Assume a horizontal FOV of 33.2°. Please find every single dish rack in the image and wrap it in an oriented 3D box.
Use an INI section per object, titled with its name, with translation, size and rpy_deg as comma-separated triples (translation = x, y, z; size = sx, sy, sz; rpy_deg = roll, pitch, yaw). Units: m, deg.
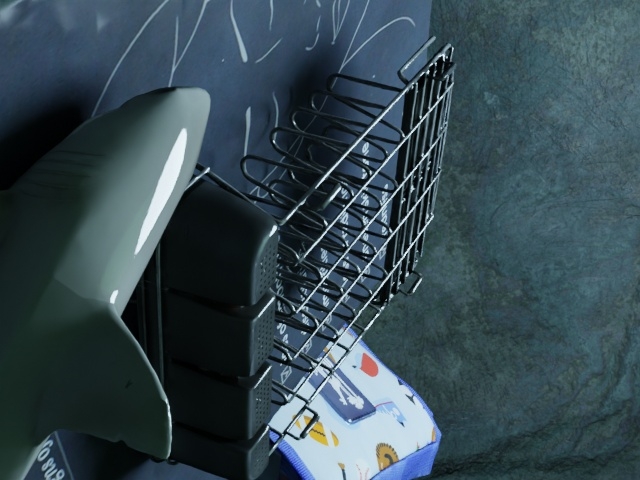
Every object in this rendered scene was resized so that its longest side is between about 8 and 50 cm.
[dish rack]
translation = 0.000, 0.000, 0.646
size = 0.271, 0.074, 0.208
rpy_deg = -47, 153, -43

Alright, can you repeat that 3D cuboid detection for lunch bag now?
[lunch bag]
translation = -0.098, 0.193, 1.126
size = 0.328, 0.385, 0.239
rpy_deg = -6, 106, -63

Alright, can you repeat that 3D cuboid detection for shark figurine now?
[shark figurine]
translation = -0.104, 0.077, 0.426
size = 0.166, 0.116, 0.278
rpy_deg = -9, 118, -63

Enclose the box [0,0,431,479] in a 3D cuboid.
[box]
translation = -0.158, -0.071, 0.685
size = 0.472, 0.297, 0.480
rpy_deg = -52, 155, -36
